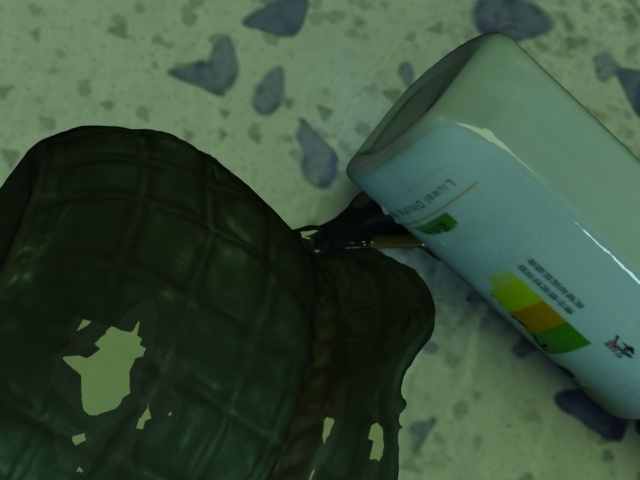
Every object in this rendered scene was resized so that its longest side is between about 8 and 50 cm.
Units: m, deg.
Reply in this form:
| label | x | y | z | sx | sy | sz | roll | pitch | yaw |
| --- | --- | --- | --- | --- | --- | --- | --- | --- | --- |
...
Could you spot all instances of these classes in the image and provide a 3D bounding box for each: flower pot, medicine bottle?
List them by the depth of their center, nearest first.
| label | x | y | z | sx | sy | sz | roll | pitch | yaw |
| --- | --- | --- | --- | --- | --- | --- | --- | --- | --- |
| flower pot | -0.101 | 0.089 | 0.842 | 0.213 | 0.302 | 0.302 | 28 | 68 | -16 |
| medicine bottle | 0.162 | 0.017 | 0.965 | 0.296 | 0.161 | 0.111 | 41 | 69 | -11 |

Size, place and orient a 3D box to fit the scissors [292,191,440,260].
| label | x | y | z | sx | sy | sz | roll | pitch | yaw |
| --- | --- | --- | --- | --- | --- | --- | --- | --- | --- |
| scissors | 0.000 | 0.000 | 1.019 | 0.220 | 0.017 | 0.088 | -20 | 80 | -17 |
